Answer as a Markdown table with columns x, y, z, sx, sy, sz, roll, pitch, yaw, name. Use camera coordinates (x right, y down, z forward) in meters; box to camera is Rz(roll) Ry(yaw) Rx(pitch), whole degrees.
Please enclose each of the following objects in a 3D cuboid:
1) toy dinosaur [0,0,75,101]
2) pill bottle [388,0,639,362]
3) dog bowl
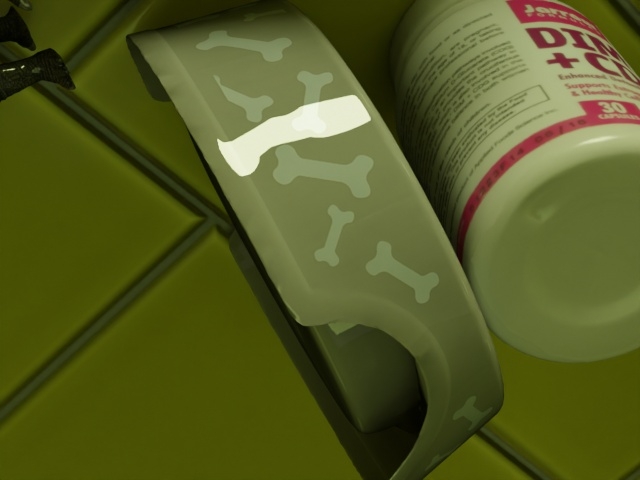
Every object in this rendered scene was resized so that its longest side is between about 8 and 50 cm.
| x | y | z | sx | sy | sz | roll | pitch | yaw | name |
| --- | --- | --- | --- | --- | --- | --- | --- | --- | --- |
| -0.258 | -0.119 | 0.846 | 0.160 | 0.121 | 0.313 | -34 | 147 | -12 | toy dinosaur |
| 0.139 | -0.064 | 0.910 | 0.160 | 0.283 | 0.160 | -6 | 123 | -9 | pill bottle |
| 0.000 | 0.000 | 0.899 | 0.102 | 0.349 | 0.348 | -28 | 124 | -5 | dog bowl |
